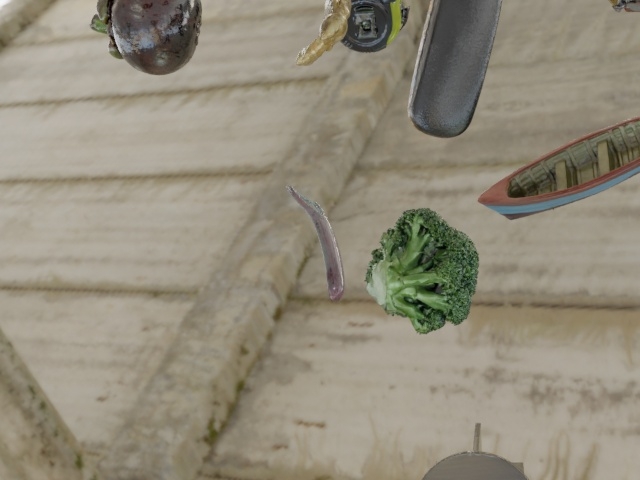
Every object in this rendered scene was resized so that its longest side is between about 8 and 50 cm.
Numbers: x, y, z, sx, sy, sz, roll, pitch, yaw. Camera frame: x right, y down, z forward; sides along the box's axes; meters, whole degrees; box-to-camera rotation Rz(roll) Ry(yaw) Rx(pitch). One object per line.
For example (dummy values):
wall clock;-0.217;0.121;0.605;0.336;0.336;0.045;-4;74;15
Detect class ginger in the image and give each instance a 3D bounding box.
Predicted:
ginger;0.023;-0.372;1.615;0.193;0.052;0.176;-60;-163;3

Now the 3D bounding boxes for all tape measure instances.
tape measure;0.118;-0.549;2.331;0.199;0.186;0.112;-4;-138;13

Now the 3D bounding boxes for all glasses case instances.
glasses case;0.244;-0.346;1.738;0.122;0.321;0.082;11;-174;-17

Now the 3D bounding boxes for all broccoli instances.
broccoli;0.144;0.045;1.401;0.156;0.195;0.195;-8;-150;-24

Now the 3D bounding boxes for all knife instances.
knife;0.002;-0.001;1.977;0.053;0.123;0.278;-37;-128;23

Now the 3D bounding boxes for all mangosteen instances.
mangosteen;-0.342;-0.447;1.914;0.216;0.216;0.216;-14;-144;10

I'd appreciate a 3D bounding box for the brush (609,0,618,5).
brush;0.360;-0.498;1.463;0.020;0.336;0.085;-38;176;-10

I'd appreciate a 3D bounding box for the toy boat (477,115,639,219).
toy boat;0.481;-0.127;1.799;0.392;0.079;0.136;-25;-141;34

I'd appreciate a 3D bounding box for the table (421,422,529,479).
table;0.226;0.354;1.376;0.167;0.167;0.227;-13;-179;11

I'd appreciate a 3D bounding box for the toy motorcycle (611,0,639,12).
toy motorcycle;0.396;-0.340;1.194;0.118;0.212;0.084;18;-96;55
